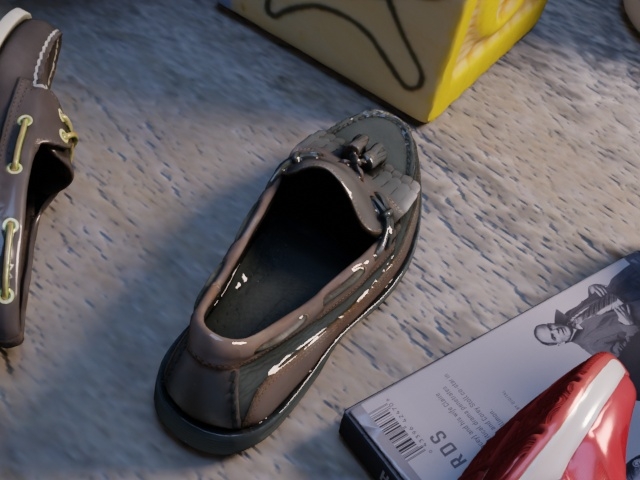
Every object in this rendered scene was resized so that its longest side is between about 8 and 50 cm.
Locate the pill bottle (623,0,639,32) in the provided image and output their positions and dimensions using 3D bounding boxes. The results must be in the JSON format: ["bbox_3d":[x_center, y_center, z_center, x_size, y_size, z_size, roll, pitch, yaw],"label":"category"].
[{"bbox_3d":[0.343,-0.267,0.780,0.146,0.264,0.146,7,48,-7],"label":"pill bottle"}]

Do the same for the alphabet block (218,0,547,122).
[{"bbox_3d":[0.063,-0.237,0.741,0.197,0.192,0.193,34,52,16],"label":"alphabet block"}]

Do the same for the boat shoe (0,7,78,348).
[{"bbox_3d":[-0.175,-0.039,0.588,0.068,0.081,0.228,11,55,-7],"label":"boat shoe"}]

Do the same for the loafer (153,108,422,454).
[{"bbox_3d":[0.000,0.000,0.585,0.096,0.084,0.267,25,48,9],"label":"loafer"}]

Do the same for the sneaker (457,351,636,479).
[{"bbox_3d":[0.113,0.156,0.454,0.128,0.087,0.221,42,54,4],"label":"sneaker"}]

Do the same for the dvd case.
[{"bbox_3d":[0.155,0.112,0.560,0.238,0.030,0.179,-24,58,-29],"label":"dvd case"}]
